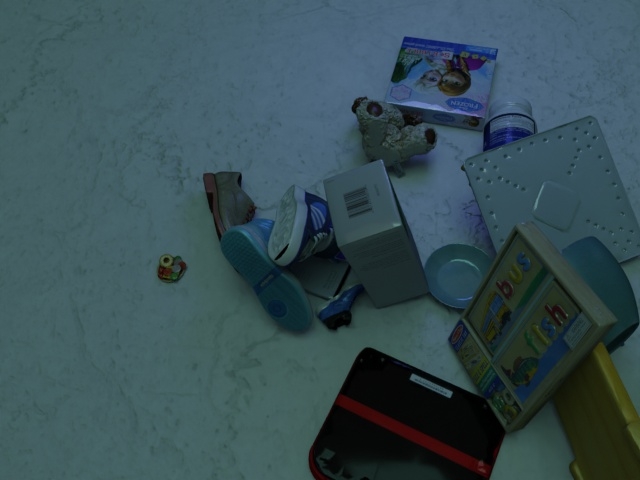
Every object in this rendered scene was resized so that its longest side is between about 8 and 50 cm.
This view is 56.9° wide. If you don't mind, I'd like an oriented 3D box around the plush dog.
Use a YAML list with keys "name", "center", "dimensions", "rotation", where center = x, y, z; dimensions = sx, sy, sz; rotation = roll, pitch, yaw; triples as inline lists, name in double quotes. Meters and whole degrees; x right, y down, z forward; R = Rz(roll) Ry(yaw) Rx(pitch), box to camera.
- name: "plush dog"
  center: [0.196, -0.332, 1.781]
  dimensions: [0.263, 0.210, 0.225]
  rotation: [20, 43, -15]

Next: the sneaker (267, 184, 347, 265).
- name: "sneaker"
  center: [0.000, 0.000, 1.509]
  dimensions: [0.236, 0.130, 0.322]
  rotation: [34, 26, -19]

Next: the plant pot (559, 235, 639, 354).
- name: "plant pot"
  center: [0.597, 0.162, 1.345]
  dimensions: [0.290, 0.290, 0.195]
  rotation: [-31, 56, -14]

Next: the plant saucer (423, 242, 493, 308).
- name: "plant saucer"
  center: [0.369, 0.098, 1.561]
  dimensions: [0.195, 0.037, 0.194]
  rotation: [-2, 58, 4]

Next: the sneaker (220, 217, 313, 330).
- name: "sneaker"
  center: [-0.102, 0.069, 1.545]
  dimensions: [0.127, 0.208, 0.319]
  rotation: [-33, 95, 26]

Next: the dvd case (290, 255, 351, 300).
- name: "dvd case"
  center: [-0.042, 0.050, 1.632]
  dimensions: [0.253, 0.022, 0.180]
  rotation: [19, 62, 16]

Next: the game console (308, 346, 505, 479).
- name: "game console"
  center: [0.199, 0.460, 1.351]
  dimensions: [0.387, 0.060, 0.342]
  rotation: [22, 57, 16]

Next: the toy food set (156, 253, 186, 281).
- name: "toy food set"
  center: [-0.417, 0.078, 1.646]
  dimensions: [0.083, 0.020, 0.083]
  rotation: [8, 59, 9]

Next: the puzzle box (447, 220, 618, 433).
- name: "puzzle box"
  center: [0.427, 0.194, 1.269]
  dimensions: [0.052, 0.408, 0.272]
  rotation: [-8, 47, -23]

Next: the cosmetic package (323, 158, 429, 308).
- name: "cosmetic package"
  center: [0.142, -0.002, 1.436]
  dimensions: [0.155, 0.365, 0.196]
  rotation: [-19, 59, 11]

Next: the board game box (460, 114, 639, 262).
- name: "board game box"
  center: [0.609, -0.088, 1.553]
  dimensions: [0.390, 0.050, 0.389]
  rotation: [-20, 87, -7]

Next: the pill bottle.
- name: "pill bottle"
  center: [0.550, -0.281, 1.710]
  dimensions: [0.153, 0.153, 0.264]
  rotation: [6, 59, 8]

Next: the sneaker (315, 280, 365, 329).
- name: "sneaker"
  center: [0.070, 0.172, 1.525]
  dimensions: [0.152, 0.058, 0.084]
  rotation: [-32, 56, -9]

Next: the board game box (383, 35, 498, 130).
- name: "board game box"
  center: [0.392, -0.516, 1.916]
  dimensions: [0.319, 0.066, 0.318]
  rotation: [11, 60, 11]

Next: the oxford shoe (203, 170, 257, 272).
- name: "oxford shoe"
  center: [-0.238, -0.070, 1.666]
  dimensions: [0.130, 0.123, 0.348]
  rotation: [-15, 60, -11]

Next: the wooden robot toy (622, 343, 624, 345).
- name: "wooden robot toy"
  center: [0.675, 0.250, 1.419]
  dimensions: [0.173, 0.079, 0.076]
  rotation: [-38, 63, -18]

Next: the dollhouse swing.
- name: "dollhouse swing"
  center: [0.665, 0.375, 1.188]
  dimensions: [0.315, 0.346, 0.304]
  rotation: [1, 58, 5]
